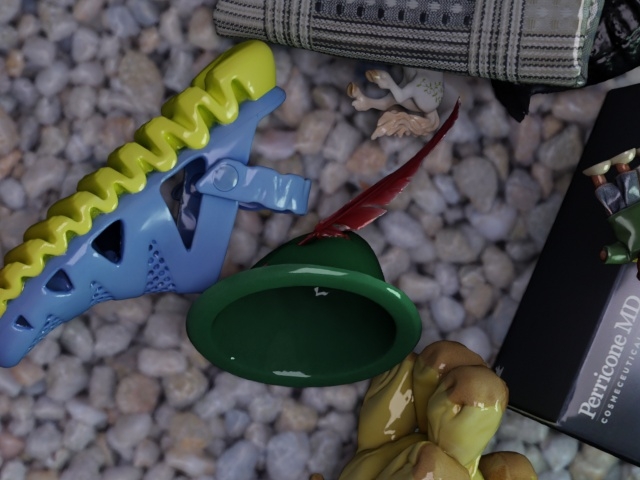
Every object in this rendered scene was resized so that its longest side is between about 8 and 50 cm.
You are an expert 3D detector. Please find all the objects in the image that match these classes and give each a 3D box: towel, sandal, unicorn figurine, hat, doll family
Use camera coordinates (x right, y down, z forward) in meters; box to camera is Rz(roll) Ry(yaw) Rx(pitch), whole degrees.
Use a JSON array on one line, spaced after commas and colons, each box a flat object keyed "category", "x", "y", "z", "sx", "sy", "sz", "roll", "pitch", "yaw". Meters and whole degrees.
[{"category": "towel", "x": 0.077, "y": -0.292, "z": 1.012, "sx": 0.312, "sy": 0.056, "sz": 0.324, "roll": 13, "pitch": 96, "yaw": 24}, {"category": "sandal", "x": -0.125, "y": -0.008, "z": 1.041, "sx": 0.317, "sy": 0.126, "sz": 0.138, "roll": -41, "pitch": 103, "yaw": -7}, {"category": "unicorn figurine", "x": 0.082, "y": -0.162, "z": 1.115, "sx": 0.111, "sy": 0.060, "sz": 0.162, "roll": 4, "pitch": 106, "yaw": -26}, {"category": "hat", "x": 0.000, "y": 0.000, "z": 1.105, "sx": 0.208, "sy": 0.173, "sz": 0.184, "roll": 4, "pitch": 55, "yaw": -6}, {"category": "doll family", "x": 0.274, "y": -0.026, "z": 0.972, "sx": 0.193, "sy": 0.076, "sz": 0.111, "roll": -23, "pitch": 86, "yaw": -9}]

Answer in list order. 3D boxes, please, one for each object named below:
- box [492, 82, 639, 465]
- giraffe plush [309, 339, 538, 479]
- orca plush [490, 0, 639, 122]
[{"category": "box", "x": 0.338, "y": 0.060, "z": 1.111, "sx": 0.294, "sy": 0.183, "sz": 0.296, "roll": 24, "pitch": 86, "yaw": -10}, {"category": "giraffe plush", "x": 0.109, "y": 0.205, "z": 1.081, "sx": 0.170, "sy": 0.181, "sz": 0.210, "roll": 33, "pitch": 93, "yaw": -19}, {"category": "orca plush", "x": 0.266, "y": -0.213, "z": 1.126, "sx": 0.287, "sy": 0.102, "sz": 0.151, "roll": -24, "pitch": 96, "yaw": -10}]
